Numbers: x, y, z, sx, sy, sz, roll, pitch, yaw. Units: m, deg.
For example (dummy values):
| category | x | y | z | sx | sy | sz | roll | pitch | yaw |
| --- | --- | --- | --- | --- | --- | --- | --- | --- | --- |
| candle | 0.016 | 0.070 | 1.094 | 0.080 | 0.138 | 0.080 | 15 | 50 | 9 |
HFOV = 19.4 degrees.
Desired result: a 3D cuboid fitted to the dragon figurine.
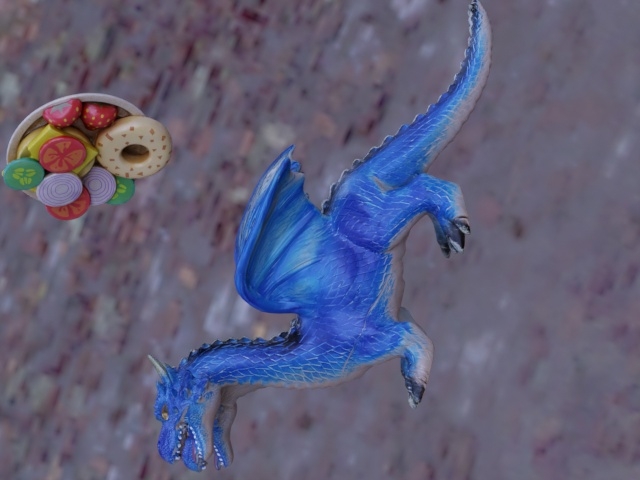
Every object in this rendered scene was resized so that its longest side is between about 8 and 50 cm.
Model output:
| category | x | y | z | sx | sy | sz | roll | pitch | yaw |
| --- | --- | --- | --- | --- | --- | --- | --- | --- | --- |
| dragon figurine | 0.000 | 0.000 | 0.987 | 0.085 | 0.144 | 0.289 | -90 | 15 | -83 |

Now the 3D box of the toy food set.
| category | x | y | z | sx | sy | sz | roll | pitch | yaw |
| --- | --- | --- | --- | --- | --- | --- | --- | --- | --- |
| toy food set | -0.128 | -0.045 | 1.005 | 0.082 | 0.083 | 0.020 | -42 | 45 | 23 |
